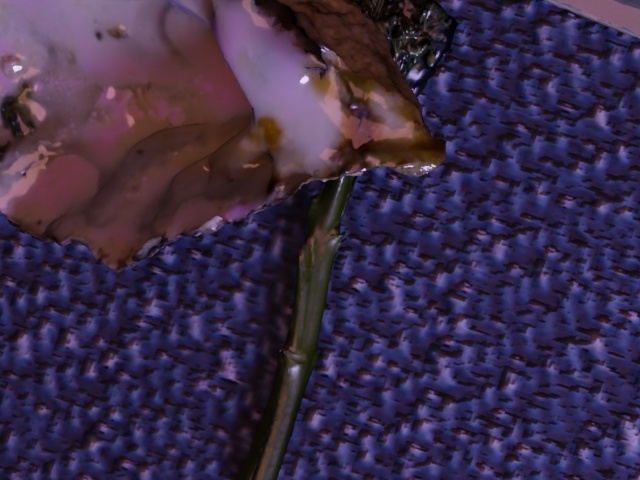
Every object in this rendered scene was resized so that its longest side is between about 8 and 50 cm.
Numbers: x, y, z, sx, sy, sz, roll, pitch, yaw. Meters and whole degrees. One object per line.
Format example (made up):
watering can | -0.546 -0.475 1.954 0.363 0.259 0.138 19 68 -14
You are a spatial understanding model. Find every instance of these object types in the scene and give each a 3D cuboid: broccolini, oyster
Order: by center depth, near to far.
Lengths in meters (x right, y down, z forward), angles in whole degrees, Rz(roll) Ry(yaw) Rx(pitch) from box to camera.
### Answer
oyster | -0.060 -0.061 0.566 0.209 0.072 0.132 -18 87 35
broccolini | 0.000 0.000 0.582 0.044 0.042 0.218 21 94 6

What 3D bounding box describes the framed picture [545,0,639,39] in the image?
framed picture | 0.144 -0.228 0.579 0.231 0.018 0.293 24 92 5
